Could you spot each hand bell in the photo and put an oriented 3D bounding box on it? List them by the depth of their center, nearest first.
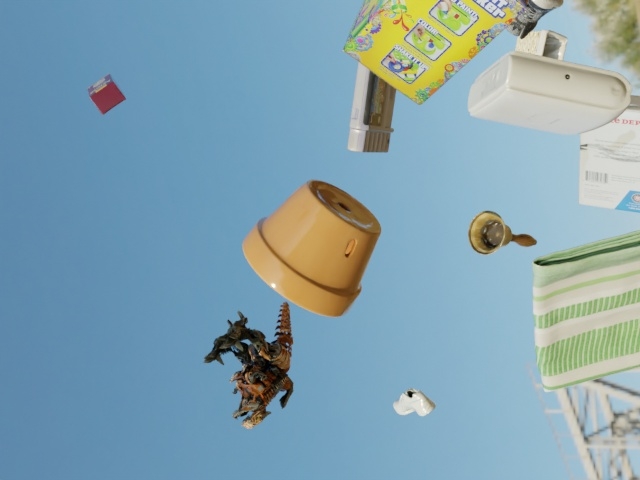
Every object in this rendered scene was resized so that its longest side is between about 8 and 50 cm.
[{"bbox_3d":[0.551,-0.010,2.360,0.242,0.126,0.126,7,-103,-42],"label":"hand bell"}]

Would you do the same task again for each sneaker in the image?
[{"bbox_3d":[0.214,0.376,1.929,0.054,0.152,0.061,-38,-84,-27],"label":"sneaker"},{"bbox_3d":[0.540,-0.591,2.103,0.101,0.153,0.268,40,-153,0],"label":"sneaker"}]

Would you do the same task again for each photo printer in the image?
[{"bbox_3d":[0.517,-0.320,1.830,0.256,0.307,0.107,153,126,-78],"label":"photo printer"}]

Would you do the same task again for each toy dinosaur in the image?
[{"bbox_3d":[-0.150,0.289,1.970,0.218,0.164,0.322,32,-148,-11],"label":"toy dinosaur"}]

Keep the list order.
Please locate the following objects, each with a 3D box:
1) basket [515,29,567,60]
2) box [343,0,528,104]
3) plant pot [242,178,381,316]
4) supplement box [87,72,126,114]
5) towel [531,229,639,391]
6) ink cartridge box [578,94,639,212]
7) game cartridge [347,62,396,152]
[{"bbox_3d":[0.630,-0.522,2.373,0.113,0.103,0.167,3,-78,-42],"label":"basket"},{"bbox_3d":[0.216,-0.444,1.404,0.177,0.279,0.290,33,-128,-14],"label":"box"},{"bbox_3d":[0.000,0.000,1.823,0.291,0.203,0.291,30,-161,-12],"label":"plant pot"},{"bbox_3d":[-0.401,-0.274,1.525,0.043,0.055,0.083,57,176,-28],"label":"supplement box"},{"bbox_3d":[0.425,0.101,1.156,0.325,0.248,0.038,71,-175,-50],"label":"towel"},{"bbox_3d":[0.859,-0.248,2.303,0.129,0.223,0.307,-40,-48,-44],"label":"ink cartridge box"},{"bbox_3d":[0.149,-0.401,2.085,0.230,0.068,0.355,-21,-60,-72],"label":"game cartridge"}]
